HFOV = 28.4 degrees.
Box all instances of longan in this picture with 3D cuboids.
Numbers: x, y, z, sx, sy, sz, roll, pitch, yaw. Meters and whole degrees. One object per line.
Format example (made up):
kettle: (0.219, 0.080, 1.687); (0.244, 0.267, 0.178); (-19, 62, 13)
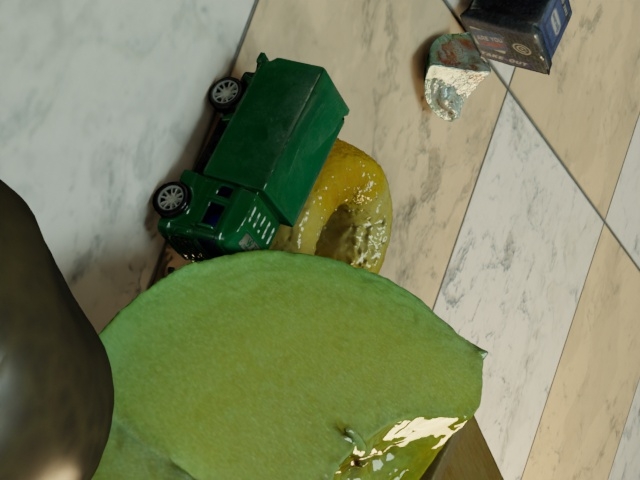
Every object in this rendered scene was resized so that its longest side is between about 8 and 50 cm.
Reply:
longan: (-0.192, 0.065, 0.566); (0.198, 0.198, 0.212); (-62, 153, -23)

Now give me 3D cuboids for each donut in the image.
donut: (0.000, 0.000, 1.005); (0.178, 0.065, 0.162); (-60, 149, -23)

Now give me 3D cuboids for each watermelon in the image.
watermelon: (0.130, -0.149, 1.170); (0.085, 0.061, 0.085); (-13, 106, -56)

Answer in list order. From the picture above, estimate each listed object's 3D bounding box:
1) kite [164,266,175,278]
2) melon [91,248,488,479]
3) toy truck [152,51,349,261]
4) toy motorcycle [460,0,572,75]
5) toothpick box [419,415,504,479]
kite: (-0.109, 0.061, 0.900); (0.122, 0.004, 0.090); (-33, 132, -52)
melon: (-0.021, 0.161, 0.832); (0.343, 0.226, 0.331); (-45, 123, -64)
toy truck: (-0.050, -0.051, 0.876); (0.147, 0.079, 0.065); (-63, 150, -17)
toy motorcycle: (0.167, -0.305, 1.097); (0.213, 0.125, 0.358); (-65, 153, -12)
toothpick box: (0.081, 0.263, 1.175); (0.190, 0.187, 0.308); (-59, 144, -25)
